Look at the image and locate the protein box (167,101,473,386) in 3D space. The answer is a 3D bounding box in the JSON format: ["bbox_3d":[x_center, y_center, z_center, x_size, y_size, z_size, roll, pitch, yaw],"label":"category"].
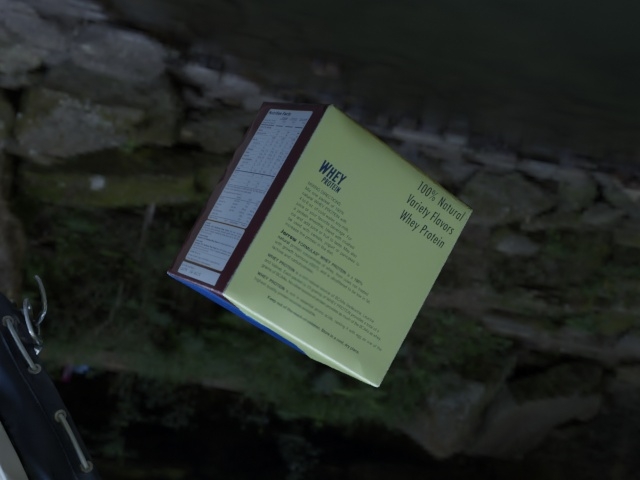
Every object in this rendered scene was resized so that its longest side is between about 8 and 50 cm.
[{"bbox_3d":[0.000,0.000,1.135,0.200,0.201,0.136,33,171,-29],"label":"protein box"}]

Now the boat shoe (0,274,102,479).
[{"bbox_3d":[-0.231,0.088,0.837,0.079,0.254,0.095,-13,151,-36],"label":"boat shoe"}]
